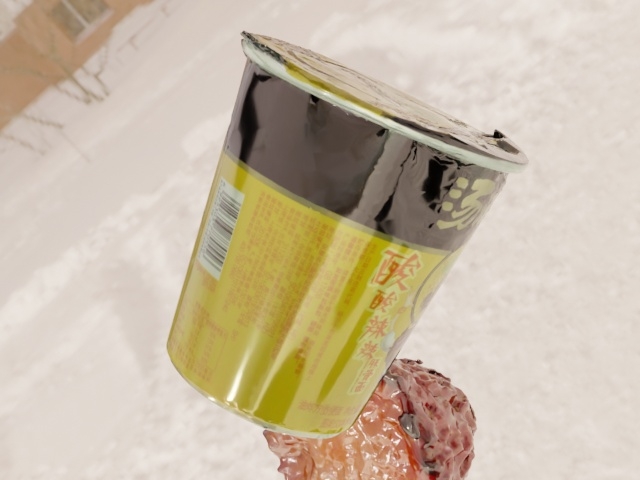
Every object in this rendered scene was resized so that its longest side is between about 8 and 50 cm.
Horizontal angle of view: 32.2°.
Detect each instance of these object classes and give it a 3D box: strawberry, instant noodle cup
[{"bbox_3d":[0.069,0.179,1.118,0.234,0.234,0.178,-25,1,45],"label":"strawberry"},{"bbox_3d":[0.000,0.000,0.774,0.215,0.215,0.236,-112,45,-73],"label":"instant noodle cup"}]
